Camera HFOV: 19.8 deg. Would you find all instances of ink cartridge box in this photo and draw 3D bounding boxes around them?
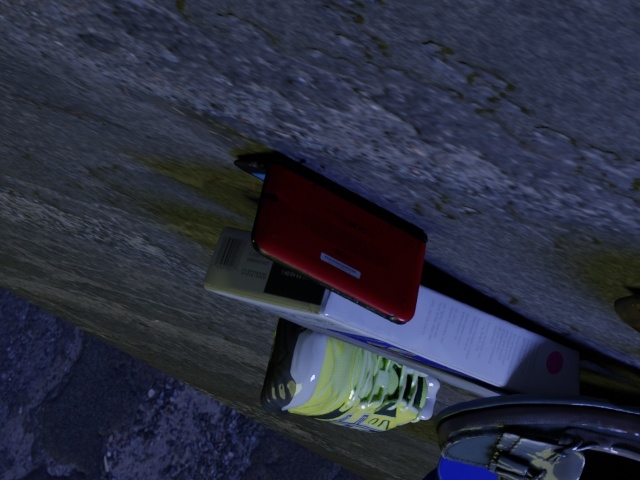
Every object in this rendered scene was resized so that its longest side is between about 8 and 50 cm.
[{"bbox_3d":[0.092,0.083,1.604,0.371,0.069,0.176,26,171,-36],"label":"ink cartridge box"}]

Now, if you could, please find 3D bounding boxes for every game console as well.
[{"bbox_3d":[0.000,0.000,1.399,0.144,0.124,0.085,27,143,-21],"label":"game console"}]

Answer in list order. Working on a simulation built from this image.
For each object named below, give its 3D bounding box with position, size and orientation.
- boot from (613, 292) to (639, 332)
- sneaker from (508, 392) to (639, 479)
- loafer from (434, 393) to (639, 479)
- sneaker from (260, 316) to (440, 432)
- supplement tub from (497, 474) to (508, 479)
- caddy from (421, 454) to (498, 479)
[{"bbox_3d":[0.273,0.074,1.308,0.106,0.037,0.114,12,160,39],"label":"boot"},{"bbox_3d":[0.290,0.215,1.702,0.343,0.134,0.146,34,151,40],"label":"sneaker"},{"bbox_3d":[0.232,0.184,1.566,0.267,0.084,0.096,2,151,-3],"label":"loafer"},{"bbox_3d":[0.036,0.118,1.823,0.147,0.145,0.384,13,178,11],"label":"sneaker"},{"bbox_3d":[0.284,0.265,1.933,0.144,0.144,0.199,26,169,-13],"label":"supplement tub"},{"bbox_3d":[0.268,0.414,2.461,0.341,0.241,0.179,21,165,15],"label":"caddy"}]
